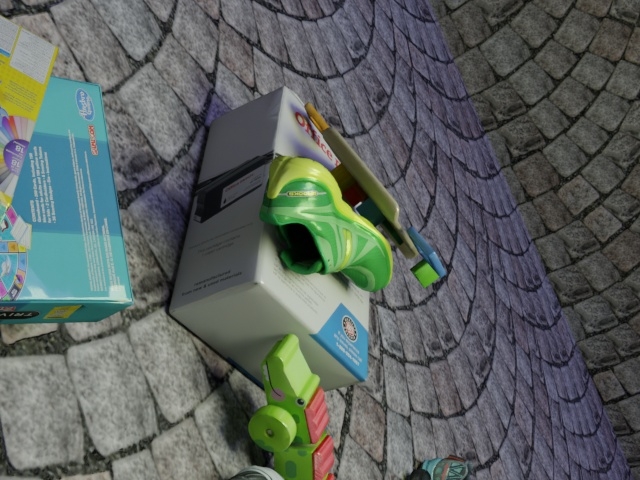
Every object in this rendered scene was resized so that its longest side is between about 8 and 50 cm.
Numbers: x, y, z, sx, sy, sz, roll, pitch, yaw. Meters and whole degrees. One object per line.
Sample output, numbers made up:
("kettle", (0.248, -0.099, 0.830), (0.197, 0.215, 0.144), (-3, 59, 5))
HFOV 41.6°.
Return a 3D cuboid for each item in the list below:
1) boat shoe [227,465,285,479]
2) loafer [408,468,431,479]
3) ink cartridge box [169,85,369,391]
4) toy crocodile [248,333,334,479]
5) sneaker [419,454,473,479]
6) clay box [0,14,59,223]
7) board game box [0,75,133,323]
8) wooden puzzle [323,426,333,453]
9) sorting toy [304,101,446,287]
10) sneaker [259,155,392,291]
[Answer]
("boat shoe", (-0.032, 0.440, 1.050), (0.335, 0.121, 0.119), (51, 12, 19))
("loafer", (0.195, 0.520, 1.529), (0.076, 0.078, 0.223), (48, 33, -37))
("ink cartridge box", (-0.056, 0.004, 1.317), (0.285, 0.166, 0.395), (47, 35, -39))
("toy crocodile", (-0.026, 0.295, 1.186), (0.115, 0.105, 0.341), (-44, 131, -62))
("sneaker", (0.285, 0.544, 1.628), (0.104, 0.125, 0.262), (-26, 95, -63))
("clay box", (-0.328, -0.113, 0.760), (0.127, 0.053, 0.222), (27, 54, -32))
("board game box", (-0.358, -0.050, 0.800), (0.336, 0.079, 0.254), (4, 67, -45))
("wooden puzzle", (0.002, 0.323, 1.384), (0.083, 0.006, 0.049), (58, 29, -21))
("sorting toy", (0.067, -0.061, 1.269), (0.348, 0.047, 0.196), (53, -1, 24))
("sneaker", (0.000, 0.000, 1.157), (0.295, 0.109, 0.124), (45, 66, -46))
